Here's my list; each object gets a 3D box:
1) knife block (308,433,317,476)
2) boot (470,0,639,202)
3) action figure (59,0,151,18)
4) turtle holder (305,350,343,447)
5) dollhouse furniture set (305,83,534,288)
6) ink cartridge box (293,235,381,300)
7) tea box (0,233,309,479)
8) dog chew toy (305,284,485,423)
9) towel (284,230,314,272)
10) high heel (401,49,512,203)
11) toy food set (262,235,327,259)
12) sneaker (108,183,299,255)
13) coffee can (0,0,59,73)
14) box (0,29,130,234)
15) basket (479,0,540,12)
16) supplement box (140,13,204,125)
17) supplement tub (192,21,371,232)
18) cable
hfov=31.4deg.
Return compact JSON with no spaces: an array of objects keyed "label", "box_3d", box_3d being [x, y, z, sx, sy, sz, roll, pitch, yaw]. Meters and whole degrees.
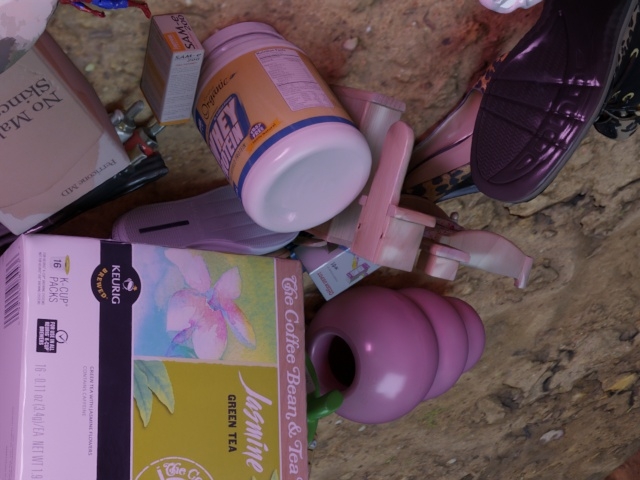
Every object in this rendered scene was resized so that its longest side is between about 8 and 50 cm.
[{"label":"knife block","box_3d":[-0.148,0.441,2.011,0.088,0.242,0.276,30,69,-55]},{"label":"boot","box_3d":[0.336,-0.189,1.414,0.284,0.138,0.377,29,82,-58]},{"label":"action figure","box_3d":[-0.210,-0.234,1.088,0.115,0.030,0.038,0,141,-37]},{"label":"turtle holder","box_3d":[-0.146,0.239,1.546,0.227,0.320,0.243,-29,113,36]},{"label":"dollhouse furniture set","box_3d":[0.166,-0.051,1.355,0.355,0.303,0.174,13,96,-28]},{"label":"ink cartridge box","box_3d":[0.035,0.016,1.545,0.122,0.052,0.088,-32,147,1]},{"label":"tea box","box_3d":[-0.200,0.187,1.262,0.323,0.329,0.220,6,162,-27]},{"label":"dog chew toy","box_3d":[0.131,0.163,1.755,0.332,0.206,0.206,-7,141,-47]},{"label":"towel","box_3d":[0.000,0.000,1.571,0.119,0.029,0.067,-34,146,1]},{"label":"high heel","box_3d":[0.165,-0.133,1.478,0.186,0.093,0.261,-13,143,-19]},{"label":"toy food set","box_3d":[-0.096,0.035,1.464,0.192,0.132,0.038,-14,100,-23]},{"label":"sneaker","box_3d":[-0.148,-0.012,1.399,0.258,0.094,0.091,-4,163,-35]},{"label":"coffee can","box_3d":[-0.308,-0.251,0.752,0.201,0.275,0.201,-21,146,-15]},{"label":"box","box_3d":[-0.313,-0.150,1.026,0.148,0.121,0.311,-33,147,1]},{"label":"basket","box_3d":[0.215,-0.433,0.949,0.331,0.266,0.328,-26,147,-10]},{"label":"supplement box","box_3d":[-0.154,-0.176,1.178,0.036,0.062,0.098,-11,143,-27]},{"label":"supplement tub","box_3d":[-0.050,-0.122,1.207,0.144,0.200,0.144,-22,146,-16]},{"label":"cable","box_3d":[-0.285,-0.056,1.265,0.287,0.072,0.139,-30,167,20]}]
